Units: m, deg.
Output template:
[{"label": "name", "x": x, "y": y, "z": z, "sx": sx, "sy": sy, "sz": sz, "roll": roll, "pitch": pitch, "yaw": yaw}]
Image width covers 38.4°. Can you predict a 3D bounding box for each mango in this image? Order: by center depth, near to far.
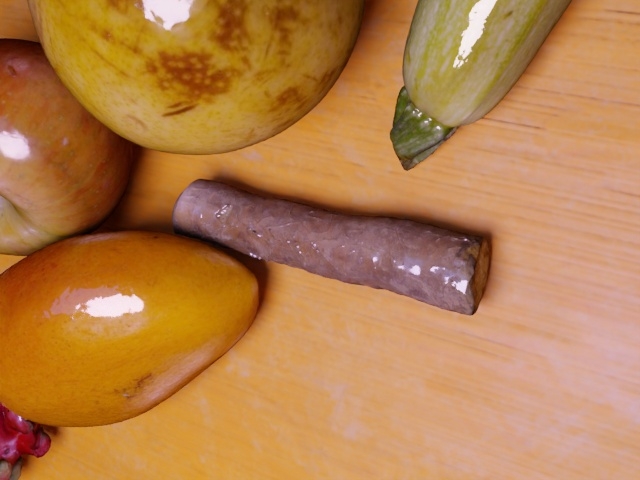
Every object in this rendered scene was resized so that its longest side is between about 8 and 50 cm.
[{"label": "mango", "x": -0.180, "y": 0.071, "z": 0.829, "sx": 0.257, "sy": 0.138, "sz": 0.187, "roll": -28, "pitch": 110, "yaw": 22}]

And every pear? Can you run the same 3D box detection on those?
[{"label": "pear", "x": -0.098, "y": -0.201, "z": 0.718, "sx": 0.281, "sy": 0.281, "sz": 0.280, "roll": 1, "pitch": 92, "yaw": 29}]

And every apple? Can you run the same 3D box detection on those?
[{"label": "apple", "x": -0.278, "y": -0.092, "z": 0.857, "sx": 0.235, "sy": 0.210, "sz": 0.173, "roll": -8, "pitch": 51, "yaw": 32}]

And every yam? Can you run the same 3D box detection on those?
[{"label": "yam", "x": 0.000, "y": 0.000, "z": 0.787, "sx": 0.300, "sy": 0.066, "sz": 0.066, "roll": 12, "pitch": 98, "yaw": 27}]

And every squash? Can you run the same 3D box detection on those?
[{"label": "squash", "x": 0.132, "y": -0.168, "z": 0.684, "sx": 0.137, "sy": 0.137, "sz": 0.287, "roll": 28, "pitch": 111, "yaw": 25}]

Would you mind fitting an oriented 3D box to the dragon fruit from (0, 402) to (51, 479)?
[{"label": "dragon fruit", "x": -0.410, "y": 0.167, "z": 0.956, "sx": 0.273, "sy": 0.218, "sz": 0.198, "roll": 35, "pitch": 63, "yaw": 28}]
